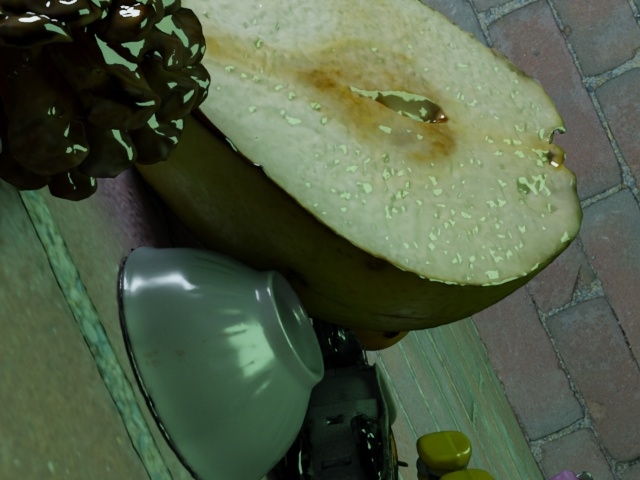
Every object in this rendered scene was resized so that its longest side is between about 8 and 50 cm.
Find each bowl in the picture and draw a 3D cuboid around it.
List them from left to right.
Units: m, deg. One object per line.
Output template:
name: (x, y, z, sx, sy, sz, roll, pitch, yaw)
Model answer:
bowl: (-0.052, 0.072, 0.700, 0.189, 0.086, 0.189, 61, 11, -20)

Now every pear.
pear: (0.011, -0.058, 0.847, 0.386, 0.191, 0.340, 16, 46, -23)

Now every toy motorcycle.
toy motorcycle: (0.023, 0.171, 0.854, 0.263, 0.091, 0.157, -92, 163, -60)

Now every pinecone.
pinecone: (-0.139, -0.107, 0.497, 0.195, 0.150, 0.179, 47, 21, -60)

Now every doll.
doll: (0.129, 0.308, 0.902, 0.145, 0.103, 0.316, 29, -42, 42)

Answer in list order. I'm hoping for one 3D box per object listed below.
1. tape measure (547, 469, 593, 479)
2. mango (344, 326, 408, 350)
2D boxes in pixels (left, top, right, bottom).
tape measure: (0.258, 0.378, 1.099, 0.149, 0.245, 0.231, 63, -6, -18)
mango: (-0.003, 0.004, 1.027, 0.262, 0.109, 0.157, 49, 9, 27)
